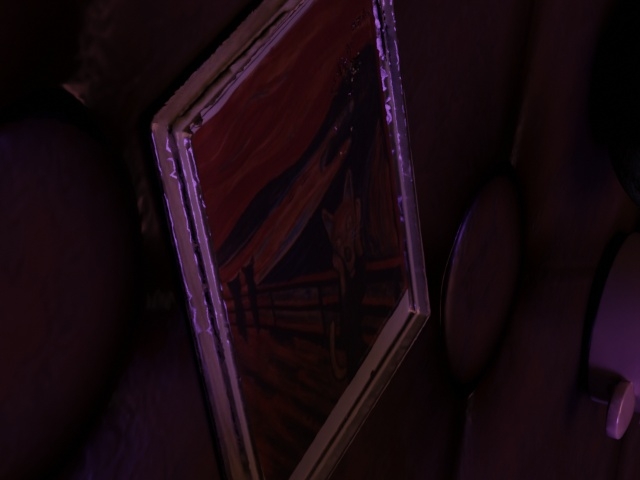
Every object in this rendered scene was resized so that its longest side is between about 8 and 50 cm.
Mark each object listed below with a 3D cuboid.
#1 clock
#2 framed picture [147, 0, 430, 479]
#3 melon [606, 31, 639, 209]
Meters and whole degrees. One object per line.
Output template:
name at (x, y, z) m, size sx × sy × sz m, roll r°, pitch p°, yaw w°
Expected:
clock at (0.274, 0.072, 1.276) m, size 0.229 × 0.063 × 0.155 m, roll -59°, pitch 152°, yaw -31°
framed picture at (0.000, 0.000, 0.710) m, size 0.216 × 0.016 × 0.273 m, roll -54°, pitch 146°, yaw -42°
melon at (0.323, -0.114, 1.157) m, size 0.287 × 0.182 × 0.182 m, roll -46°, pitch 140°, yaw -49°
